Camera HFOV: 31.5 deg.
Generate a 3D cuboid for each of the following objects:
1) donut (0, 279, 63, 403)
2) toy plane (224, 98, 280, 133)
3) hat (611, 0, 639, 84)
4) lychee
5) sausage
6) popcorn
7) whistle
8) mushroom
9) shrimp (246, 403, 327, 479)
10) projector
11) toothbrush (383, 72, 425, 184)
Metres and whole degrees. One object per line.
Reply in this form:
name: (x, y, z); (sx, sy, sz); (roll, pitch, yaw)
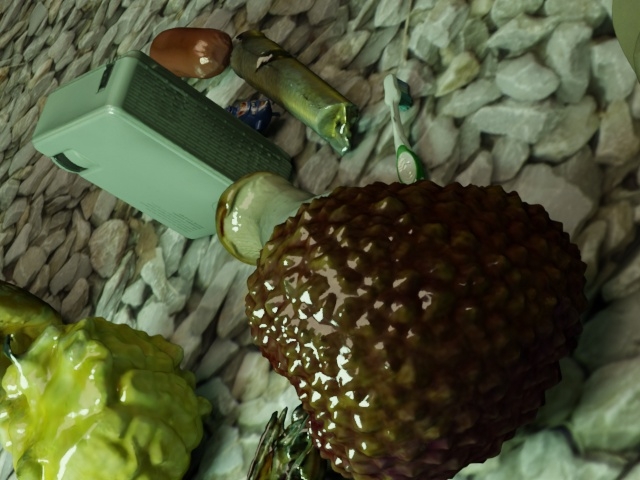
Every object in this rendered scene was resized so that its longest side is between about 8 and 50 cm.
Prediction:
donut: (-0.510, 0.097, 1.516); (0.360, 0.360, 0.170); (16, 77, 55)
toy plane: (-0.115, -0.139, 1.458); (0.167, 0.062, 0.054); (-37, 39, 44)
hat: (0.298, -0.205, 0.947); (0.166, 0.144, 0.173); (-45, 59, 15)
lychee: (0.086, 0.061, 0.907); (0.271, 0.271, 0.271); (-31, 43, 34)
sausage: (-0.188, -0.271, 1.639); (0.194, 0.077, 0.077); (16, 77, 56)
popcorn: (-0.247, 0.194, 1.222); (0.249, 0.225, 0.249); (-24, 44, 26)
whistle: (-0.034, -0.189, 1.397); (0.326, 0.057, 0.067); (-134, 34, -55)
mushroom: (0.000, 0.000, 1.165); (0.159, 0.122, 0.329); (-52, 31, -5)
shrimp: (0.007, 0.285, 0.983); (0.233, 0.071, 0.364); (-4, 60, 39)
projector: (-0.185, -0.109, 1.344); (0.192, 0.257, 0.099); (-15, 53, 46)
toothbrush: (0.092, -0.065, 1.168); (0.030, 0.030, 0.303); (-35, 41, 30)
